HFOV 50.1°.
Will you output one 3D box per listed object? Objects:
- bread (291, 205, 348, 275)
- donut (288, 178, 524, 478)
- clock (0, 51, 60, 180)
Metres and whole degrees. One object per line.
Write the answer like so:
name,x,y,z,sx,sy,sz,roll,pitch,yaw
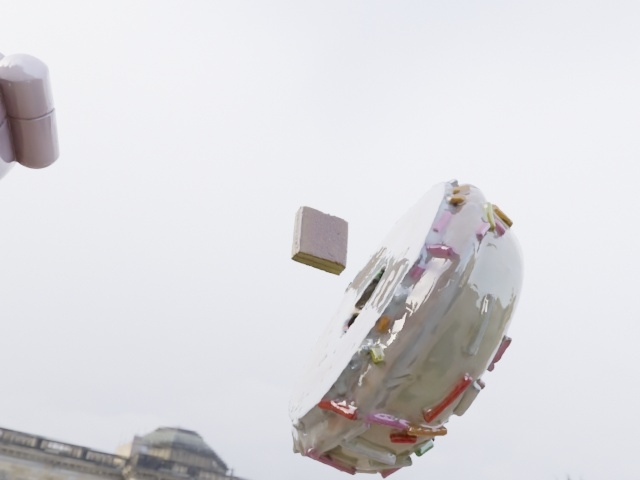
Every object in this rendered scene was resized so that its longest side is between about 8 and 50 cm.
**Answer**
bread,0.000,0.000,1.083,0.090,0.094,0.035,20,-37,-21
donut,0.103,0.107,0.812,0.142,0.382,0.382,33,-39,-2
clock,-0.516,-0.137,0.762,0.342,0.326,0.184,24,-53,23
